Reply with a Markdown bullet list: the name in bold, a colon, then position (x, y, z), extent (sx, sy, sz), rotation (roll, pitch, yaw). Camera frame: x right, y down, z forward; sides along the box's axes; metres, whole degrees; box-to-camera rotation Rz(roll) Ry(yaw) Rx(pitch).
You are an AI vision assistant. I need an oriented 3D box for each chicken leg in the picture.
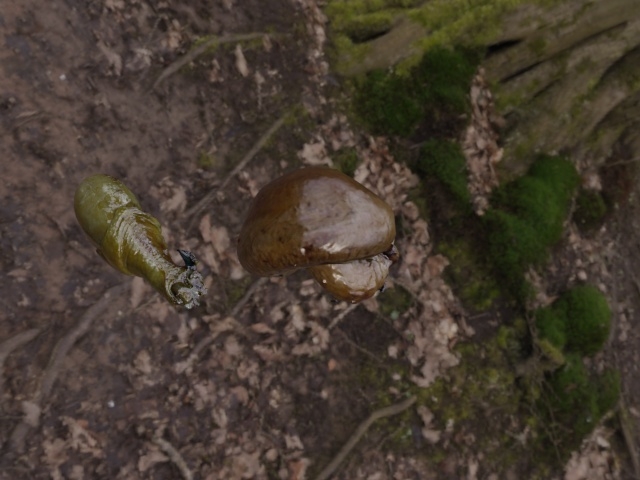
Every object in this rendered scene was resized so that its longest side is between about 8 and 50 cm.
- **chicken leg**: position (-0.217, 0.009, 0.828), extent (0.227, 0.103, 0.088), rotation (41, 55, 14)

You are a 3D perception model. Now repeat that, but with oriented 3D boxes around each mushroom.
- **mushroom**: position (0.004, -0.009, 1.081), extent (0.283, 0.263, 0.195), rotation (28, 55, -44)
